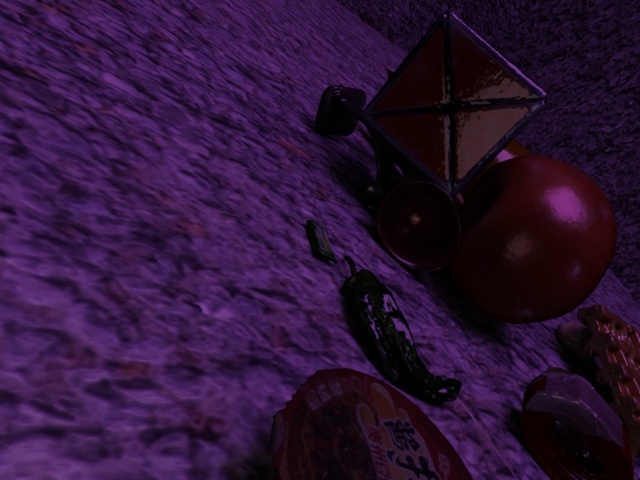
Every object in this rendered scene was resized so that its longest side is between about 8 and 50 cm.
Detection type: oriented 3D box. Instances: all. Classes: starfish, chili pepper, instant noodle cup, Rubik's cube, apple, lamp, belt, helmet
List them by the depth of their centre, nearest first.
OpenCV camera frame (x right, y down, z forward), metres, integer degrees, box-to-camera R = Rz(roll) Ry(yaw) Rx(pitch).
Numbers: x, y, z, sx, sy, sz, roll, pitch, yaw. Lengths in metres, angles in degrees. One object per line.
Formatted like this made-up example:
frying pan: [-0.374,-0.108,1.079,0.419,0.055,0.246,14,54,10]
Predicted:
instant noodle cup: [0.045,0.256,0.535,0.274,0.091,0.274,34,27,-20]
chili pepper: [0.100,0.120,0.862,0.279,0.065,0.122,57,19,20]
belt: [0.416,0.312,0.963,0.201,0.128,0.124,52,25,7]
helmet: [0.192,-0.029,1.155,0.175,0.155,0.106,53,5,2]
Rubik's cube: [0.269,-0.271,1.184,0.255,0.259,0.260,44,20,4]
apple: [0.413,-0.003,1.194,0.276,0.348,0.349,33,27,-12]
lamp: [0.129,-0.214,1.292,0.203,0.125,0.283,-6,52,-37]
starfish: [0.264,-0.243,1.485,0.132,0.384,0.398,-39,76,-23]

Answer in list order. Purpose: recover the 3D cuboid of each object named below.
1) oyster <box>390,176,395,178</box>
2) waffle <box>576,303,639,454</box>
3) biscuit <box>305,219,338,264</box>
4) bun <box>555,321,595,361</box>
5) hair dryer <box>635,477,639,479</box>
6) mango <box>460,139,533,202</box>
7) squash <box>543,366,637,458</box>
oyster: [0.193,-0.092,1.338,0.166,0.053,0.108,52,12,29]
waffle: [0.730,0.330,1.386,0.304,0.077,0.349,23,47,-43]
biscuit: [0.000,0.000,0.946,0.046,0.016,0.089,27,30,-35]
bun: [0.653,0.247,1.488,0.115,0.069,0.115,35,25,-19]
hair dryer: [0.535,0.468,1.003,0.197,0.057,0.100,11,39,-41]
mango: [0.466,-0.237,1.774,0.445,0.232,0.300,34,30,-4]
squash: [0.526,0.341,1.165,0.229,0.066,0.066,47,25,5]
